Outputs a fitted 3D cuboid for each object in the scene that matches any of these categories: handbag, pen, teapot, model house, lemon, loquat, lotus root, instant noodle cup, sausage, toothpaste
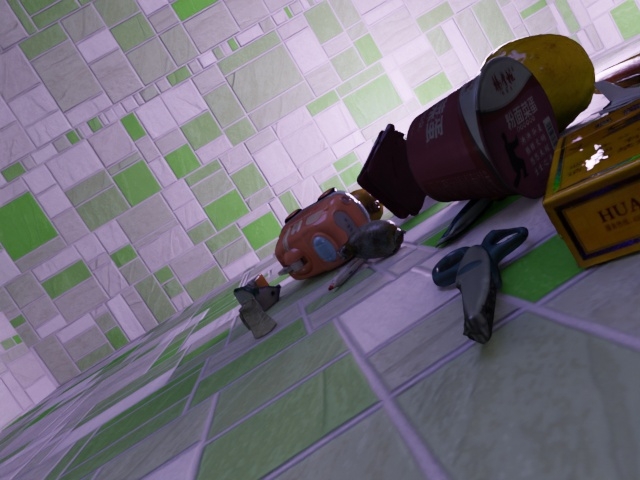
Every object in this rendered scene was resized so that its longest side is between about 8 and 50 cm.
[{"bbox_3d":[0.217,-0.191,1.261,0.074,0.203,0.216,-20,40,57],"label":"handbag"},{"bbox_3d":[0.072,0.059,1.014,0.026,0.026,0.218,-27,8,39],"label":"pen"},{"bbox_3d":[-0.141,0.163,0.959,0.067,0.083,0.057,-26,12,28],"label":"teapot"},{"bbox_3d":[-0.165,0.142,1.238,0.100,0.088,0.100,-37,12,-37],"label":"model house"},{"bbox_3d":[0.545,-0.385,1.149,0.321,0.268,0.268,-10,2,-11],"label":"lemon"},{"bbox_3d":[0.137,-0.104,1.512,0.163,0.137,0.163,-14,-2,0],"label":"loquat"},{"bbox_3d":[0.110,0.000,0.990,0.165,0.088,0.088,-19,12,37],"label":"lotus root"},{"bbox_3d":[0.274,-0.170,0.786,0.234,0.235,0.178,-36,13,-35],"label":"instant noodle cup"},{"bbox_3d":[0.804,-0.435,1.156,0.082,0.082,0.371,-31,5,8],"label":"sausage"},{"bbox_3d":[0.274,-0.048,0.831,0.197,0.035,0.057,-37,-8,-35],"label":"toothpaste"}]

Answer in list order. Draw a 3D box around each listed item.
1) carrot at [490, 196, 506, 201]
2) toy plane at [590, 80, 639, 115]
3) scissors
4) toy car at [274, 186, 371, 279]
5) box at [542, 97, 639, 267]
[{"bbox_3d":[0.384,-0.125,0.884,0.191,0.047,0.047,-42,11,-37],"label":"carrot"},{"bbox_3d":[0.583,-0.249,0.777,0.160,0.082,0.234,-23,18,-15],"label":"toy plane"},{"bbox_3d":[0.179,0.042,0.513,0.138,0.041,0.289,-30,2,24],"label":"scissors"},{"bbox_3d":[0.000,0.000,1.215,0.270,0.180,0.212,-29,17,29],"label":"toy car"},{"bbox_3d":[0.366,-0.096,0.491,0.192,0.084,0.301,-27,7,37],"label":"box"}]
